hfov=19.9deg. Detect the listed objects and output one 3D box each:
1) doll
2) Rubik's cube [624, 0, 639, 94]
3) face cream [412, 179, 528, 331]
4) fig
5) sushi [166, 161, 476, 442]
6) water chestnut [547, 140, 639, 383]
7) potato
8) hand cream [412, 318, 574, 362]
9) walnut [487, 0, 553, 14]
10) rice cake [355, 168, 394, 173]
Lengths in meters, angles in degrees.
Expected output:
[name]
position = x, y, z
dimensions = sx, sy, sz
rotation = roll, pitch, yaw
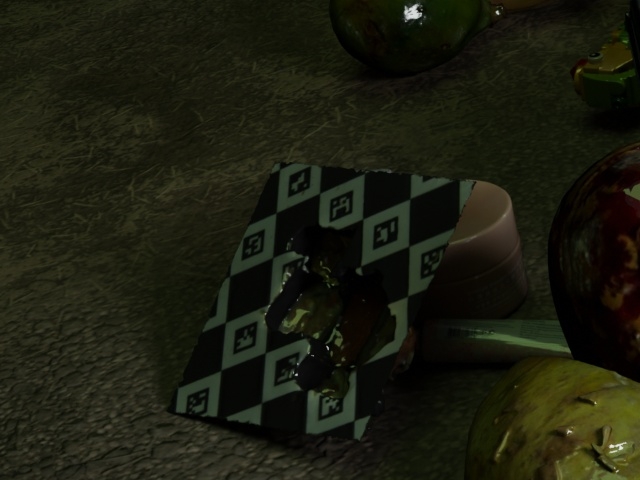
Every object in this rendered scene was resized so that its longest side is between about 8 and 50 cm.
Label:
[doll]
position = 0.392, -0.212, 2.187
dimensions = 0.186, 0.106, 0.134
rotation = -25, 33, -20
[Rubik's cube]
position = 0.451, -0.120, 1.822
dimensions = 0.246, 0.248, 0.250
rotation = -10, 25, 8
[face cream]
position = 0.132, 0.016, 1.871
dimensions = 0.149, 0.104, 0.149
rotation = -11, 27, 6
[fig]
position = 0.139, -0.306, 2.459
dimensions = 0.245, 0.195, 0.195
rotation = 12, 11, -33
[sushi]
position = 0.009, 0.066, 1.792
dimensions = 0.292, 0.059, 0.294
rotation = 6, 65, 46
[water chestnut]
position = 0.319, 0.048, 1.549
dimensions = 0.289, 0.244, 0.289
rotation = 23, 29, -13
[potato]
position = 0.203, 0.182, 1.464
dimensions = 0.176, 0.141, 0.298
rotation = -28, 29, -3
[hand cream]
position = 0.185, 0.097, 1.766
dimensions = 0.210, 0.043, 0.067
rotation = 0, 32, 16
[walnut]
position = 0.268, -0.470, 2.565
dimensions = 0.333, 0.333, 0.333
rotation = -11, 26, 6
[rice cake]
position = -0.002, 0.001, 2.029
dimensions = 0.106, 0.050, 0.298
rotation = -2, 29, 24
